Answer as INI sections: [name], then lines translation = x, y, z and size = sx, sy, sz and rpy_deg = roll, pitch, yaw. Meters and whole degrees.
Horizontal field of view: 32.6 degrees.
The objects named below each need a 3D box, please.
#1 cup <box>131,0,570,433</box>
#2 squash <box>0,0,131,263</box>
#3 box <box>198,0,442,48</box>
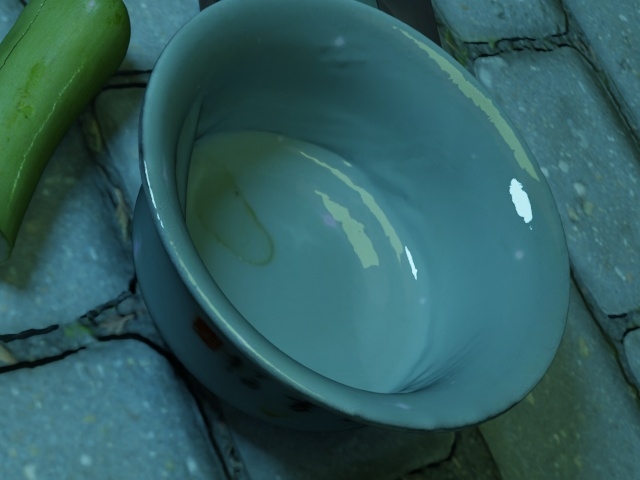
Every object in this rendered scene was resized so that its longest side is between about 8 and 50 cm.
[cup]
translation = 0.000, 0.000, 0.813
size = 0.347, 0.163, 0.347
rpy_deg = 17, 55, -26
[squash]
translation = -0.207, -0.099, 0.791
size = 0.083, 0.083, 0.250
rpy_deg = 30, 52, -15
[box]
translation = -0.003, -0.200, 0.988
size = 0.215, 0.086, 0.215
rpy_deg = 8, 58, -31
